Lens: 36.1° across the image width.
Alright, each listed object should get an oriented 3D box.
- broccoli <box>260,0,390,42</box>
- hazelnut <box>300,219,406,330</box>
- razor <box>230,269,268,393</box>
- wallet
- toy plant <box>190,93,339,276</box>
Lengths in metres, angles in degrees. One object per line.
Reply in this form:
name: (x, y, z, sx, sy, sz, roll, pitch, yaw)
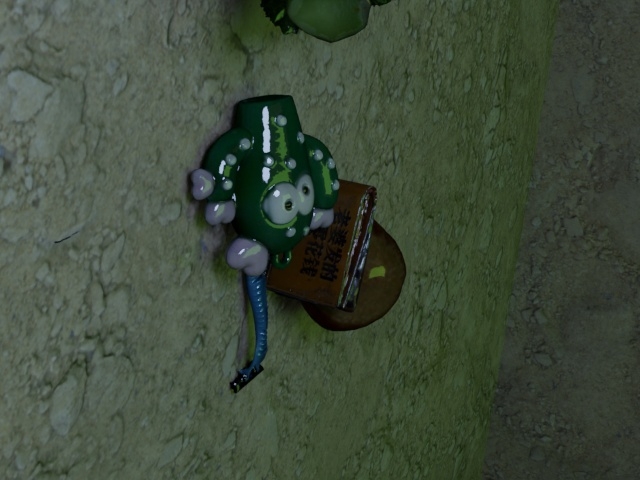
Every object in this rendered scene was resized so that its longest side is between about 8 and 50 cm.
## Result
broccoli: (-0.002, -0.345, 1.121, 0.298, 0.297, 0.297, 76, 17, -48)
hazelnut: (0.051, 0.042, 1.593, 0.210, 0.186, 0.210, 1, 88, -54)
razor: (-0.097, 0.107, 1.478, 0.082, 0.042, 0.253, -34, 132, -55)
wallet: (-0.001, 0.000, 1.478, 0.042, 0.160, 0.196, 14, 90, -54)
toy plant: (-0.068, -0.073, 1.345, 0.232, 0.112, 0.243, -47, 129, -29)
